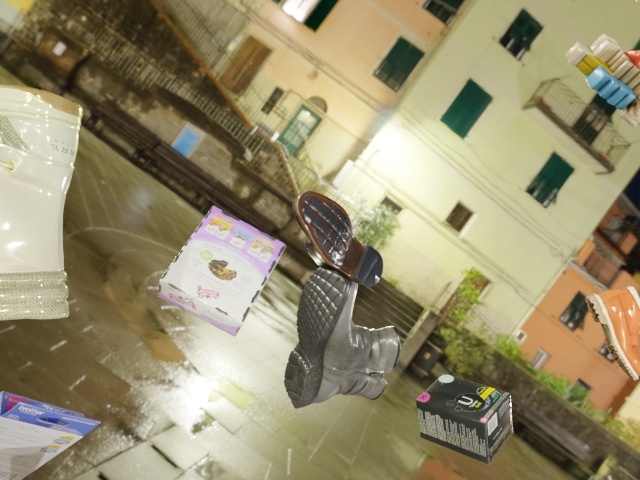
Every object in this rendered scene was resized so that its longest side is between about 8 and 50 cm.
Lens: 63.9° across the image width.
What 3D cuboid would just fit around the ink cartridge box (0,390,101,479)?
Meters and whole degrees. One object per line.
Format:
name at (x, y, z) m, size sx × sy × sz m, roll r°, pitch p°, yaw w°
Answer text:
ink cartridge box at (-0.615, 0.395, 1.011) m, size 0.186 × 0.311 × 0.065 m, roll 43°, pitch 19°, yaw -46°

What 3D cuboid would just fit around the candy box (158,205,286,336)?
candy box at (-0.183, 0.055, 0.970) m, size 0.164 × 0.196 × 0.070 m, roll 29°, pitch -38°, yaw -2°

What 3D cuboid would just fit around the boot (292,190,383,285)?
boot at (0.000, 0.000, 0.785) m, size 0.106 × 0.082 × 0.219 m, roll 8°, pitch -28°, yaw 43°

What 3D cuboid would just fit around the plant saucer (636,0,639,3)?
plant saucer at (0.627, -0.415, 0.698) m, size 0.332 × 0.333 × 0.081 m, roll 17°, pitch -33°, yaw 13°

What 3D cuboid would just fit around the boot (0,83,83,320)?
boot at (-0.276, -0.023, 0.354) m, size 0.213 × 0.165 × 0.077 m, roll 3°, pitch 2°, yaw 1°

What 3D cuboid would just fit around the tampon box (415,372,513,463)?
tampon box at (0.305, 0.372, 1.089) m, size 0.161 × 0.101 × 0.120 m, roll 7°, pitch 23°, yaw 43°

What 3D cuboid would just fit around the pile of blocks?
pile of blocks at (0.756, -0.364, 1.213) m, size 0.362 × 0.149 × 0.113 m, roll 42°, pitch -43°, yaw 6°

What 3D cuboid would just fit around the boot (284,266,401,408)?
boot at (0.066, 0.184, 1.022) m, size 0.222 × 0.338 × 0.118 m, roll 1°, pitch 34°, yaw -28°

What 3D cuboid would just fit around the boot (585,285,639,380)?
boot at (0.528, 0.157, 0.875) m, size 0.059 × 0.084 × 0.158 m, roll -4°, pitch 72°, yaw -79°
